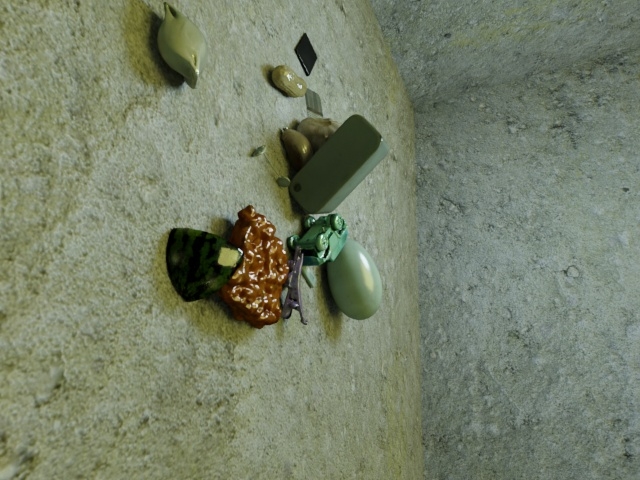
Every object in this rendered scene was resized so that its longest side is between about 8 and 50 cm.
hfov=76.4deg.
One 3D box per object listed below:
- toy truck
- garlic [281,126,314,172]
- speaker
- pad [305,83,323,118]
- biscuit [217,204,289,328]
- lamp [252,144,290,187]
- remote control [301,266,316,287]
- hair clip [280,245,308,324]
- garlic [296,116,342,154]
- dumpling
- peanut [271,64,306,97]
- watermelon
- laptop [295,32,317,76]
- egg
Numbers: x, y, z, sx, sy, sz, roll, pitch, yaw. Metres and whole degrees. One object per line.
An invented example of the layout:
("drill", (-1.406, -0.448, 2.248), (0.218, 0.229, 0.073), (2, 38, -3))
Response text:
("toy truck", (0.000, 0.000, 1.607), (0.279, 0.155, 0.156), (-54, 131, -47))
("garlic", (-0.085, -0.360, 1.615), (0.087, 0.101, 0.195), (-55, 128, -42))
("speaker", (0.079, -0.285, 1.609), (0.183, 0.406, 0.184), (49, 17, 15))
("pad", (-0.034, -0.583, 1.836), (0.323, 0.055, 0.250), (-8, 91, -81))
("biscuit", (-0.192, 0.094, 1.247), (0.318, 0.111, 0.312), (57, 35, -50))
("lamp", (-0.174, -0.255, 1.469), (0.198, 0.050, 0.056), (54, 35, -41))
("remote control", (-0.049, 0.136, 1.643), (0.124, 0.018, 0.053), (61, 34, -36))
("hair clip", (-0.099, 0.162, 1.440), (0.137, 0.090, 0.278), (62, 23, -80))
("garlic", (-0.002, -0.407, 1.734), (0.218, 0.219, 0.212), (-63, 166, -49))
("dumpling", (-0.367, -0.511, 1.092), (0.151, 0.124, 0.228), (159, -85, -78))
("peanut", (-0.123, -0.638, 1.637), (0.098, 0.090, 0.214), (58, 18, 20))
("watermelon", (-0.314, 0.044, 1.040), (0.193, 0.137, 0.145), (-41, 132, -10))
("laptop", (-0.066, -0.872, 1.903), (0.135, 0.016, 0.197), (59, 33, -37))
("egg", (0.146, 0.168, 1.790), (0.230, 0.230, 0.370), (-22, 98, -63))
